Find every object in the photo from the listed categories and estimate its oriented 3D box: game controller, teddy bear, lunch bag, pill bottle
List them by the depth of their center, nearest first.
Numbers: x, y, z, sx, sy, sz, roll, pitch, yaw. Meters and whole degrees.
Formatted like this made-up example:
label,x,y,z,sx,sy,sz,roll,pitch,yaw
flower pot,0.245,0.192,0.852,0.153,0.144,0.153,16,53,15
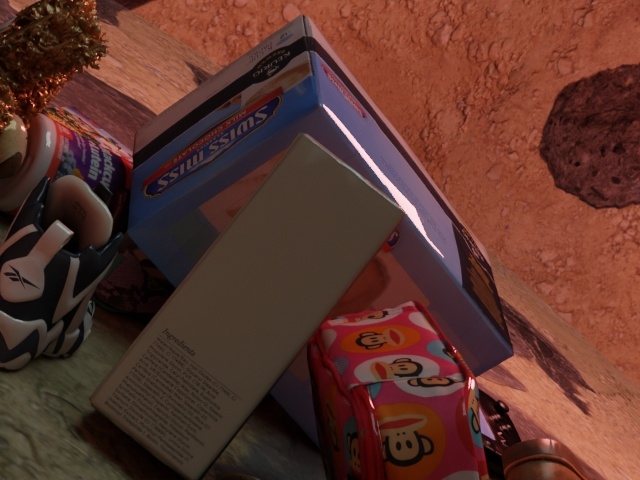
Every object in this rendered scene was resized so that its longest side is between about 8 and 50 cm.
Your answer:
label,x,y,z,sx,sy,sz,roll,pitch,yaw
lunch bag,0.069,0.204,1.252,0.120,0.258,0.293,-9,15,-5
teddy bear,-0.308,-0.144,1.500,0.113,0.245,0.338,61,1,-19
pill bottle,-0.244,-0.047,1.600,0.193,0.108,0.108,29,12,-39
game controller,0.136,0.195,1.940,0.319,0.067,0.166,31,11,-27

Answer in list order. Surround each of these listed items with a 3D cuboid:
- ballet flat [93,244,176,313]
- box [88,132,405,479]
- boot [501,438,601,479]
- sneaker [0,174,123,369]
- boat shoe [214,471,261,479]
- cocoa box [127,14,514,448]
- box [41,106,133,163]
label,x,y,z,sx,sy,sz,roll,pitch,yaw
ballet flat,-0.157,0.040,1.585,0.077,0.079,0.221,43,11,22
box,-0.058,0.056,1.241,0.113,0.275,0.094,39,-8,4
boot,0.321,0.349,1.869,0.305,0.112,0.115,34,39,-42
sneaker,-0.212,0.014,1.290,0.094,0.153,0.235,39,10,8
boat shoe,0.011,0.263,1.096,0.257,0.095,0.095,47,4,41
cocoa box,0.000,0.000,1.548,0.347,0.231,0.228,51,16,-26
box,-0.254,-0.081,1.923,0.233,0.044,0.159,37,9,4
